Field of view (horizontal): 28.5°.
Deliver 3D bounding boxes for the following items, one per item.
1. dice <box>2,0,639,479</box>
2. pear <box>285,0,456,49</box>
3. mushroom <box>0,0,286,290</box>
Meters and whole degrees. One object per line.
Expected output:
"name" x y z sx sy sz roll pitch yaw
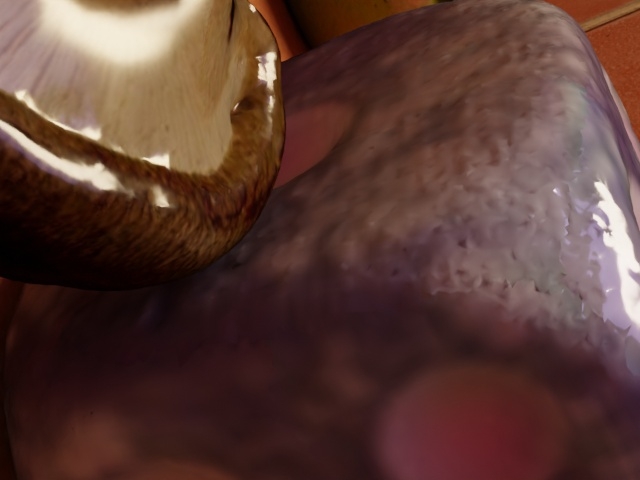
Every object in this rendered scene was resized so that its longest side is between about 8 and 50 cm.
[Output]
"dice" 0.040 0.067 0.584 0.271 0.270 0.270 62 19 -25
"pear" 0.062 -0.263 1.193 0.399 0.165 0.399 56 22 -36
"mushroom" -0.112 -0.082 0.425 0.194 0.138 0.231 -44 114 -40
